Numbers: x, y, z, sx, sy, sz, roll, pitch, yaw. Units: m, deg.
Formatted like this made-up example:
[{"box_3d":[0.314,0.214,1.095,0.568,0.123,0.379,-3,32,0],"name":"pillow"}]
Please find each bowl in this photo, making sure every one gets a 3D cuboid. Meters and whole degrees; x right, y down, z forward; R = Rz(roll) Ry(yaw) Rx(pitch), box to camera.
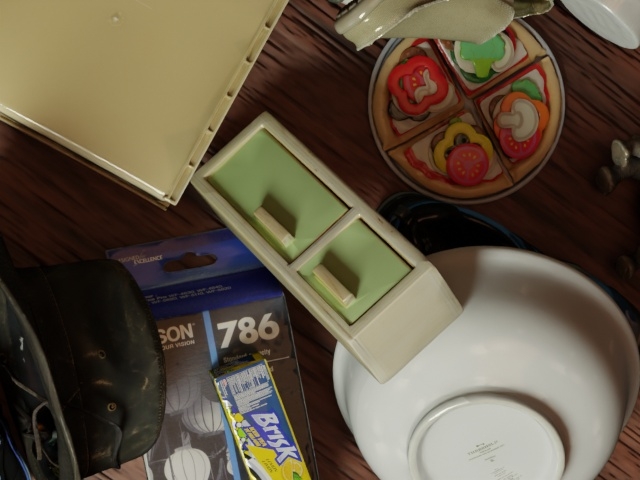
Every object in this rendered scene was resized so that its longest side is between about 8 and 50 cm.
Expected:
[{"box_3d":[0.153,0.163,1.604,0.297,0.134,0.298,3,122,4],"name":"bowl"}]

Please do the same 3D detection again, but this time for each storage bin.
[{"box_3d":[-0.193,-0.202,1.605,0.262,0.123,0.260,29,88,-9],"name":"storage bin"}]

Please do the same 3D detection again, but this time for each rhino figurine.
[{"box_3d":[0.352,0.006,1.723,0.106,0.073,0.243,-17,98,-24],"name":"rhino figurine"}]

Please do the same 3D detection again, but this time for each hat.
[{"box_3d":[-0.211,0.107,1.536,0.134,0.331,0.331,-16,95,-15],"name":"hat"}]

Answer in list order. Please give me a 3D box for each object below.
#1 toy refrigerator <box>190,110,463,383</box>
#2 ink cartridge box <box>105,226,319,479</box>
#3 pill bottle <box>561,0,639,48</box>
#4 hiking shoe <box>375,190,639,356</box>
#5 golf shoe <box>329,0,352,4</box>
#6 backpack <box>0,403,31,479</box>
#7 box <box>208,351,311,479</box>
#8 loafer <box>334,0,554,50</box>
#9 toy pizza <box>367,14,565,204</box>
[{"box_3d":[0.000,0.000,1.575,0.102,0.269,0.094,-42,141,-4],"name":"toy refrigerator"},{"box_3d":[-0.099,0.157,1.667,0.165,0.065,0.333,-12,94,-8],"name":"ink cartridge box"},{"box_3d":[0.334,-0.304,1.683,0.121,0.121,0.221,38,87,-9],"name":"pill bottle"},{"box_3d":[0.187,0.053,1.671,0.304,0.132,0.113,24,89,-9],"name":"hiking shoe"},{"box_3d":[0.063,-0.355,1.662,0.120,0.105,0.273,18,95,-26],"name":"golf shoe"},{"box_3d":[-0.353,0.211,1.593,0.158,0.173,0.117,-32,54,-13],"name":"backpack"},{"box_3d":[-0.050,0.193,1.615,0.054,0.059,0.169,-20,96,-7],"name":"box"},{"box_3d":[0.132,-0.227,1.623,0.268,0.102,0.092,-25,89,-32],"name":"loafer"},{"box_3d":[0.147,-0.136,1.706,0.201,0.032,0.201,0,93,-9],"name":"toy pizza"}]
